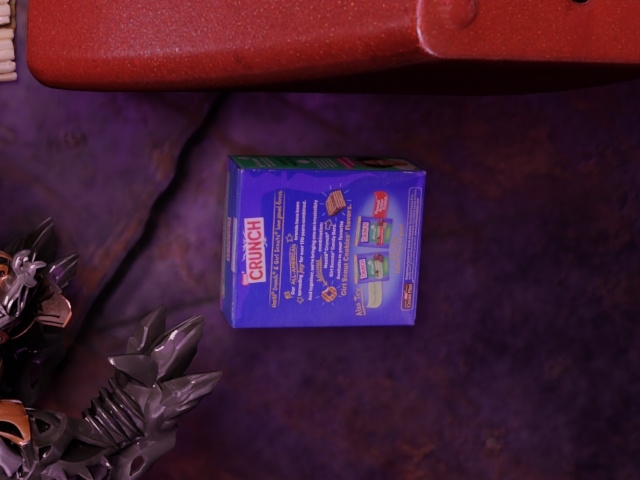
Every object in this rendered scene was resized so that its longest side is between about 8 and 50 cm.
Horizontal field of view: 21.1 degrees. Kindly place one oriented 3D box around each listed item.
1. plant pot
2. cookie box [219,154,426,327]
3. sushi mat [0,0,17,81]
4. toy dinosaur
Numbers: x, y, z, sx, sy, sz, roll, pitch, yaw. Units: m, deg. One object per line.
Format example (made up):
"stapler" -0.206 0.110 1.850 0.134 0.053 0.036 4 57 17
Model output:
"plant pot" 0.045 -0.186 0.788 0.267 0.235 0.267 -3 103 -37
"cookie box" 0.000 0.000 0.962 0.107 0.040 0.092 0 102 -16
"sushi mat" -0.310 -0.138 0.855 0.316 0.019 0.151 -8 103 -14
"toy dinosaur" -0.195 0.066 0.822 0.218 0.164 0.322 -7 139 -45
